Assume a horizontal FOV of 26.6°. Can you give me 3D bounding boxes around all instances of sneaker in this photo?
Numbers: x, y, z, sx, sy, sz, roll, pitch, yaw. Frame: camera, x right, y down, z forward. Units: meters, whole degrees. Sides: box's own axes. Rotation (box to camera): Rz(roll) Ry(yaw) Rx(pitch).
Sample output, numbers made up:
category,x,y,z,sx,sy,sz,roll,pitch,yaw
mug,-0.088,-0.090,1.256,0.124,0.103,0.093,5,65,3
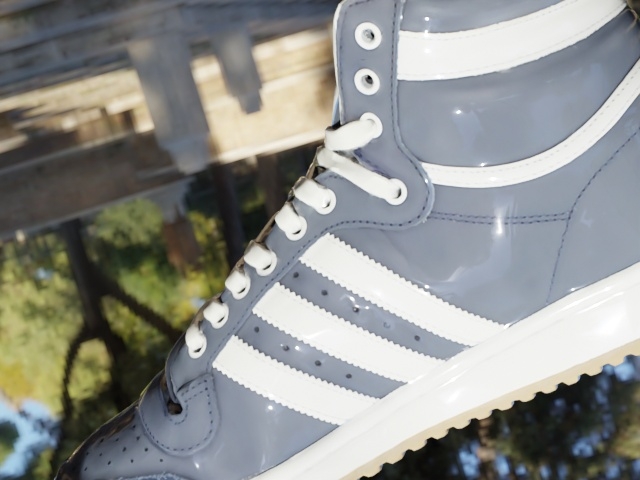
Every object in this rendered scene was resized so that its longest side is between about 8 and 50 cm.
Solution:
category,x,y,z,sx,sy,sz,roll,pitch,yaw
sneaker,0.000,0.000,0.480,0.282,0.153,0.099,-27,-166,12
